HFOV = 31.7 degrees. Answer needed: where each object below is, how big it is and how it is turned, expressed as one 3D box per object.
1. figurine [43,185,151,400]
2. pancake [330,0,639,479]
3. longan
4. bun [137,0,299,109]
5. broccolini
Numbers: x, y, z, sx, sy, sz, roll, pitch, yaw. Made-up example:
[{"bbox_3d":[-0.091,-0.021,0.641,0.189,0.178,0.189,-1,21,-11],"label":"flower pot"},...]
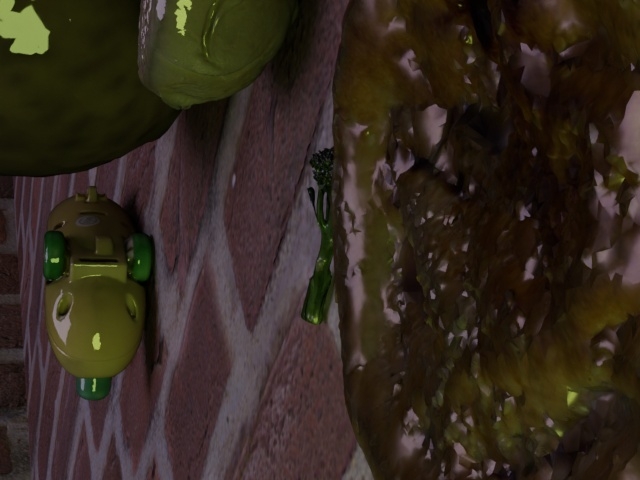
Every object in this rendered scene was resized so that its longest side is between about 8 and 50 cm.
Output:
[{"bbox_3d":[-0.288,0.061,1.418,0.324,0.124,0.222,-118,32,-60],"label":"figurine"},{"bbox_3d":[0.071,-0.007,0.479,0.356,0.065,0.356,177,90,-72],"label":"pancake"},{"bbox_3d":[-0.277,-0.249,1.023,0.391,0.391,0.391,-179,90,-71],"label":"longan"},{"bbox_3d":[-0.072,-0.184,0.820,0.173,0.113,0.167,110,160,-46],"label":"bun"},{"bbox_3d":[0.000,0.000,0.722,0.030,0.035,0.140,-107,24,-49],"label":"broccolini"}]
